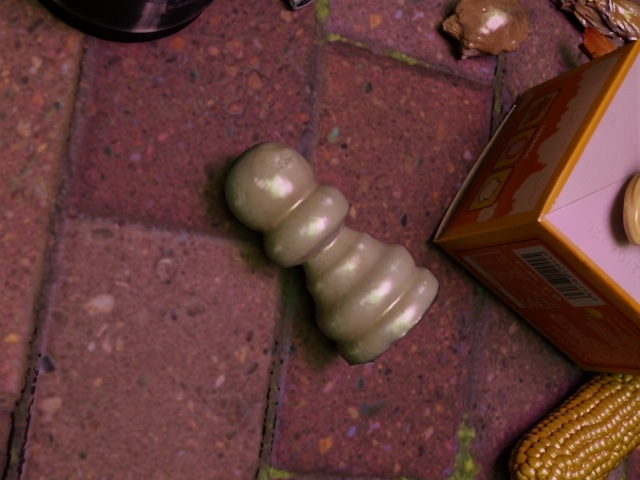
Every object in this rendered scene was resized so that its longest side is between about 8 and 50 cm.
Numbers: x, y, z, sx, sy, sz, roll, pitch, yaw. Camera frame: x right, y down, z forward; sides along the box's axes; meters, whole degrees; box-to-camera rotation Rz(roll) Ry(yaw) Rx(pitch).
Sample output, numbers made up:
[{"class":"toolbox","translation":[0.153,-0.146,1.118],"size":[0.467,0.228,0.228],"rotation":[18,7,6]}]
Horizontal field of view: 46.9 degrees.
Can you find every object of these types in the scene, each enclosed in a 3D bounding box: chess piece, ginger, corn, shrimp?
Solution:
[{"class":"chess piece","translation":[0.000,0.000,0.774],"size":[0.133,0.133,0.243],"rotation":[-44,97,-20]},{"class":"ginger","translation":[0.227,-0.292,0.921],"size":[0.096,0.067,0.165],"rotation":[34,72,6]},{"class":"corn","translation":[0.337,0.228,0.903],"size":[0.310,0.101,0.102],"rotation":[-31,97,-27]},{"class":"shrimp","translation":[0.389,-0.267,0.969],"size":[0.248,0.068,0.150],"rotation":[41,50,5]}]

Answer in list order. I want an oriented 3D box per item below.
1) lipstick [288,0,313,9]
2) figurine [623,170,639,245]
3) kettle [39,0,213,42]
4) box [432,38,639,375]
[{"class":"lipstick","translation":[-0.043,-0.321,0.832],"size":[0.037,0.037,0.116],"rotation":[-28,92,-22]},{"class":"figurine","translation":[0.355,-0.074,0.729],"size":[0.083,0.083,0.187],"rotation":[26,81,-18]},{"class":"kettle","translation":[-0.113,-0.334,0.645],"size":[0.320,0.324,0.229],"rotation":[-5,87,-23]},{"class":"box","translation":[0.335,-0.022,0.863],"size":[0.283,0.214,0.260],"rotation":[40,69,-15]}]
